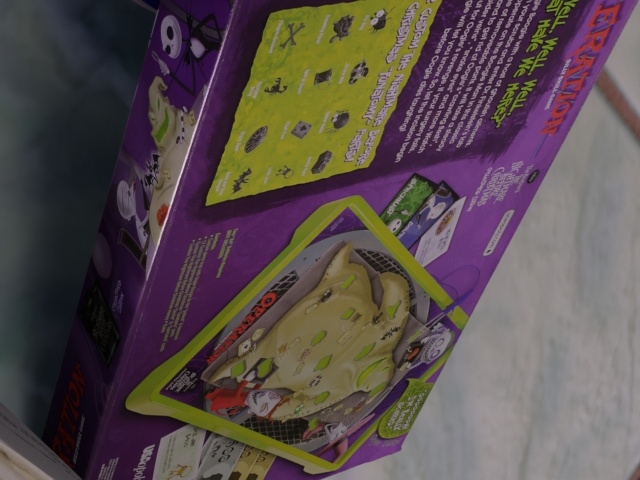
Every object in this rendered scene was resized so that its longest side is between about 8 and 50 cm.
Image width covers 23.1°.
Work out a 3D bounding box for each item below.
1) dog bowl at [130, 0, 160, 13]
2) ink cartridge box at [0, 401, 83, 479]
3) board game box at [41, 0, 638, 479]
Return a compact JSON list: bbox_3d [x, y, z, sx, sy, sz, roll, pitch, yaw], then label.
[{"bbox_3d":[0.006,-0.205,0.635,0.265,0.104,0.265,-17,119,-33],"label":"dog bowl"},{"bbox_3d":[-0.214,0.084,0.458,0.211,0.289,0.121,-51,132,-10],"label":"ink cartridge box"},{"bbox_3d":[0.000,0.000,0.665,0.208,0.056,0.347,-10,141,-32],"label":"board game box"}]
